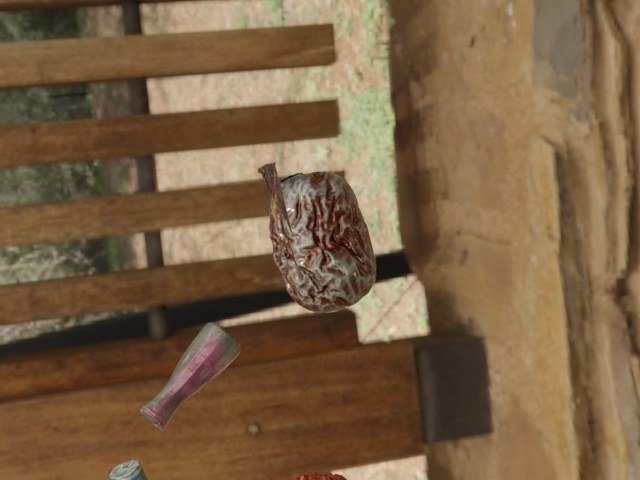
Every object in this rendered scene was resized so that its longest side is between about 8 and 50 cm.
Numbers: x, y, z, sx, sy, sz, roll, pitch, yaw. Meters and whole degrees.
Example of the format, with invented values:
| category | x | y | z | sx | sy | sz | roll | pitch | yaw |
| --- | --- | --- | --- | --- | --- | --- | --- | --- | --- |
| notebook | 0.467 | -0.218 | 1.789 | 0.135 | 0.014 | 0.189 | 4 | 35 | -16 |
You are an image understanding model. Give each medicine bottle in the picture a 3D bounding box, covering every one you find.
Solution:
| category | x | y | z | sx | sy | sz | roll | pitch | yaw |
| --- | --- | --- | --- | --- | --- | --- | --- | --- | --- |
| medicine bottle | -0.246 | 0.404 | 1.306 | 0.051 | 0.051 | 0.191 | -135 | 24 | -70 |

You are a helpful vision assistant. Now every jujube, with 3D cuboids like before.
| category | x | y | z | sx | sy | sz | roll | pitch | yaw |
| --- | --- | --- | --- | --- | --- | --- | --- | --- | --- |
| jujube | 0.000 | 0.000 | 2.061 | 0.226 | 0.226 | 0.317 | 169 | 83 | -77 |

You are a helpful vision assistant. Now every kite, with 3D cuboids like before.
| category | x | y | z | sx | sy | sz | roll | pitch | yaw |
| --- | --- | --- | --- | --- | --- | --- | --- | --- | --- |
| kite | -0.087 | -0.093 | 1.779 | 0.159 | 0.010 | 0.190 | 96 | 153 | -48 |

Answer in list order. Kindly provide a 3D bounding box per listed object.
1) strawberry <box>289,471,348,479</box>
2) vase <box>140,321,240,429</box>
| category | x | y | z | sx | sy | sz | roll | pitch | yaw |
| --- | --- | --- | --- | --- | --- | --- | --- | --- | --- |
| strawberry | 0.011 | 0.503 | 1.655 | 0.286 | 0.106 | 0.188 | 18 | -138 | -61 |
| vase | -0.249 | 0.259 | 1.733 | 0.086 | 0.214 | 0.086 | 33 | 155 | 18 |
